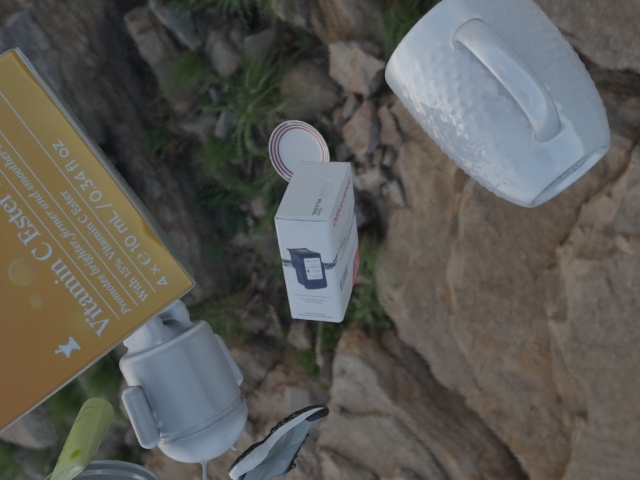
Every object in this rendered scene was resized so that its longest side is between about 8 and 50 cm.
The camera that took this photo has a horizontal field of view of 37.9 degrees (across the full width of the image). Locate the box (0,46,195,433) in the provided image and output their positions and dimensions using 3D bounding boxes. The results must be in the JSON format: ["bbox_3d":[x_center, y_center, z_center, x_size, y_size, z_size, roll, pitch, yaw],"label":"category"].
[{"bbox_3d":[-0.299,0.045,0.718,0.215,0.345,0.168,53,174,-10],"label":"box"}]

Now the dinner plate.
[{"bbox_3d":[-0.042,-0.180,1.915,0.141,0.017,0.141,11,116,25],"label":"dinner plate"}]

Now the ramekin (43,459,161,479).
[{"bbox_3d":[-0.380,0.473,1.615,0.207,0.207,0.109,11,103,27],"label":"ramekin"}]

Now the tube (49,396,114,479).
[{"bbox_3d":[-0.410,0.351,1.602,0.062,0.240,0.070,8,110,-2],"label":"tube"}]

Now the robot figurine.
[{"bbox_3d":[-0.275,0.301,1.901,0.200,0.300,0.353,-19,97,43],"label":"robot figurine"}]

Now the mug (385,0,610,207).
[{"bbox_3d":[0.302,-0.237,1.512,0.328,0.276,0.374,54,-174,14],"label":"mug"}]

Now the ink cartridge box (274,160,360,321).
[{"bbox_3d":[0.000,0.000,1.656,0.100,0.172,0.237,4,131,14],"label":"ink cartridge box"}]

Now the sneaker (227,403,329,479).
[{"bbox_3d":[-0.082,0.478,2.151,0.108,0.271,0.100,50,168,3],"label":"sneaker"}]
